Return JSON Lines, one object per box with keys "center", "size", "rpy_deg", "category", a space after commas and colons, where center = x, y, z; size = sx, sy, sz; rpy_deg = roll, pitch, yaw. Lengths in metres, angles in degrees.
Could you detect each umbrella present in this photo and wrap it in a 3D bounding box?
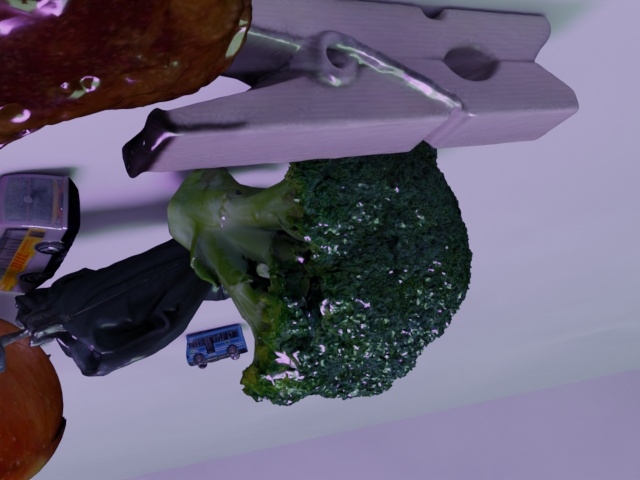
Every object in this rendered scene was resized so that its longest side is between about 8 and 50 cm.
{"center": [-0.159, 0.056, 1.027], "size": [0.349, 0.094, 0.143], "rpy_deg": [-22, -167, -30], "category": "umbrella"}

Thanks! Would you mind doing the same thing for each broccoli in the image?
{"center": [0.000, 0.000, 0.932], "size": [0.269, 0.254, 0.269], "rpy_deg": [15, -173, -2], "category": "broccoli"}

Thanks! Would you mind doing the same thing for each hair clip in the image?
{"center": [0.023, -0.109, 0.768], "size": [0.331, 0.101, 0.085], "rpy_deg": [-5, 158, -30], "category": "hair clip"}

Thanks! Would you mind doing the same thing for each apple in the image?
{"center": [-0.414, 0.199, 1.199], "size": [0.272, 0.206, 0.251], "rpy_deg": [-26, -172, 34], "category": "apple"}

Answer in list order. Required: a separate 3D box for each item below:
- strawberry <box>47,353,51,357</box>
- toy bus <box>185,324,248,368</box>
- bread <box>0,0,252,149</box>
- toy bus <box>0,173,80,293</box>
{"center": [-0.432, 0.177, 1.373], "size": [0.192, 0.085, 0.140], "rpy_deg": [3, 159, -36], "category": "strawberry"}
{"center": [-0.143, 0.145, 1.533], "size": [0.083, 0.046, 0.038], "rpy_deg": [-14, 163, -3], "category": "toy bus"}
{"center": [-0.130, -0.124, 0.428], "size": [0.247, 0.135, 0.232], "rpy_deg": [-28, 145, 24], "category": "bread"}
{"center": [-0.257, -0.003, 0.968], "size": [0.072, 0.057, 0.172], "rpy_deg": [5, 157, -22], "category": "toy bus"}
